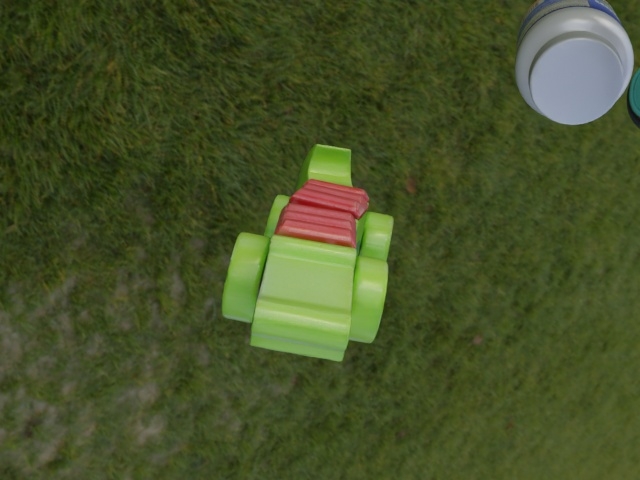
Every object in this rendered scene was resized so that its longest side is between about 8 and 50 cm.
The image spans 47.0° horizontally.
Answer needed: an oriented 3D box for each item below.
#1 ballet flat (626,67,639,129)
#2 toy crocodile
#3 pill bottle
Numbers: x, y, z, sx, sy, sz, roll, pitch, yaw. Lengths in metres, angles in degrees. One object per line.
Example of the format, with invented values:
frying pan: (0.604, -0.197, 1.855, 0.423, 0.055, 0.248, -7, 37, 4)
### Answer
ballet flat: (0.271, -0.072, 0.389, 0.074, 0.203, 0.074, -13, 108, -45)
toy crocodile: (0.000, 0.000, 0.597, 0.115, 0.340, 0.105, 12, 107, 3)
pill bottle: (0.349, -0.256, 1.026, 0.272, 0.152, 0.152, -63, 168, -59)
